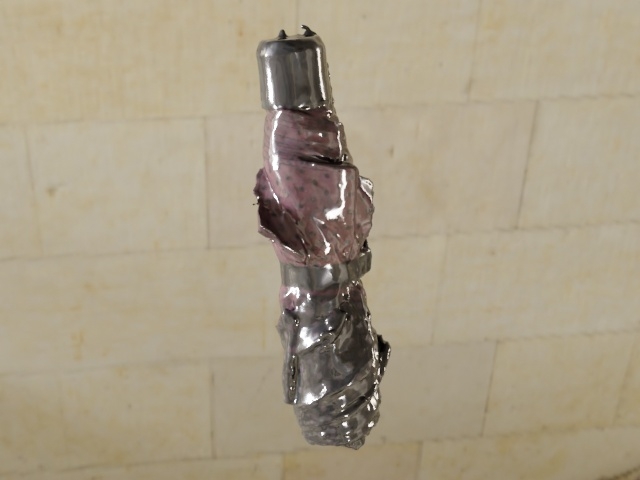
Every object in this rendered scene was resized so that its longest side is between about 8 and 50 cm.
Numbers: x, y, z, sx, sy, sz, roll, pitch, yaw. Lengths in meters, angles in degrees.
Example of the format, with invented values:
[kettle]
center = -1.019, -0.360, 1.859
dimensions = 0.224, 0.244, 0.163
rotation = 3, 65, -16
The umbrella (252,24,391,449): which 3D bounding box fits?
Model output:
[umbrella]
center = 0.000, 0.000, 1.015
dimensions = 0.094, 0.326, 0.090
rotation = -5, -168, 2
